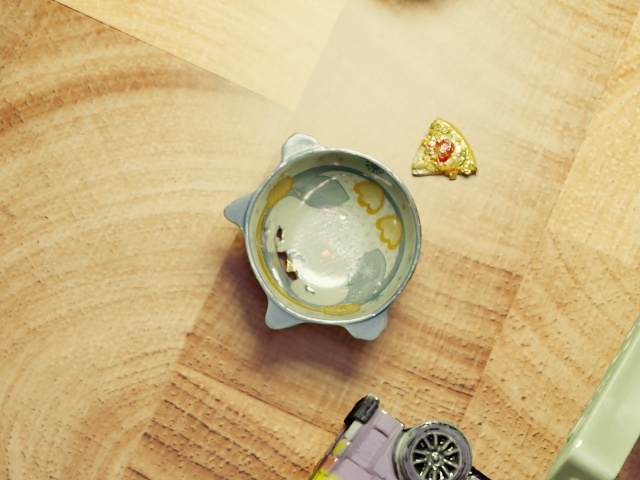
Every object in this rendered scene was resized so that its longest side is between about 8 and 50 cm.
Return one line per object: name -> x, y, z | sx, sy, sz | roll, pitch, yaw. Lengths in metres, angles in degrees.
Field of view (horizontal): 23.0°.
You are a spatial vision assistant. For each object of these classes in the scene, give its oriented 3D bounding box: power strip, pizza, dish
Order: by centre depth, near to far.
power strip -> 0.350, 0.153, 1.746 | 0.062, 0.091, 0.385 | 36, 51, 5
dish -> 0.000, 0.000, 1.829 | 0.228, 0.086, 0.236 | 3, 81, -3
pizza -> 0.145, -0.101, 1.885 | 0.078, 0.025, 0.083 | -38, 86, -11

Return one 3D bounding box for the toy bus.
toy bus -> 0.167, 0.381, 1.718 | 0.440, 0.209, 0.249 | 36, 81, 2
